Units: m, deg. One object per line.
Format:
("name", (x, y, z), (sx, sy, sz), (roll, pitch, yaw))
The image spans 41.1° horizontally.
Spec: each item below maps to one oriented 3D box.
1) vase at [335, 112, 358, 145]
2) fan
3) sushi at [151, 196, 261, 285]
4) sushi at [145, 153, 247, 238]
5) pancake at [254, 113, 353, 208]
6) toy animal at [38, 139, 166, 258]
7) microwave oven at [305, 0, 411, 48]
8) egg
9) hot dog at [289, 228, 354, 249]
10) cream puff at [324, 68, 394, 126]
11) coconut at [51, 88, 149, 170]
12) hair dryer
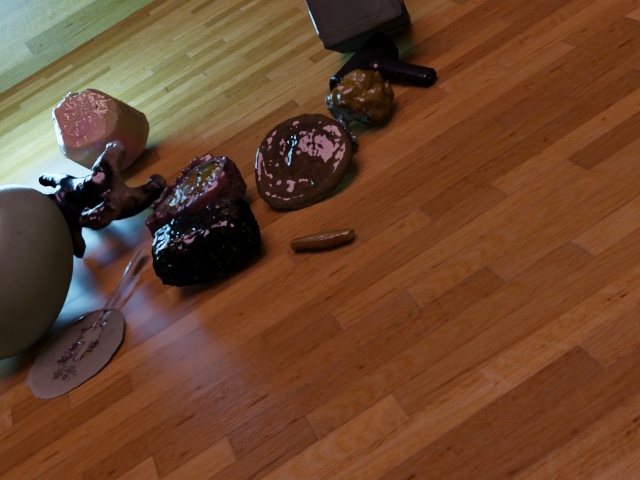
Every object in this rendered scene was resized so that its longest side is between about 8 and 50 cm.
("vase", (0.001, -0.213, 1.891), (0.149, 0.081, 0.081), (-26, 32, 11))
("fan", (-0.464, 0.166, 1.788), (0.233, 0.012, 0.414), (-3, 43, 34))
("sushi", (-0.228, 0.011, 1.714), (0.225, 0.124, 0.127), (-22, 33, 2))
("sushi", (-0.267, -0.081, 1.888), (0.241, 0.107, 0.161), (-48, 35, -12))
("pancake", (-0.047, -0.173, 1.820), (0.242, 0.050, 0.241), (-14, 59, 25))
("toy animal", (-0.583, -0.082, 2.063), (0.344, 0.194, 0.302), (-23, 27, 21))
("microwave oven", (0.092, -0.599, 2.147), (0.238, 0.181, 0.295), (-21, 6, 13))
("egg", (-0.674, 0.065, 1.827), (0.276, 0.276, 0.388), (-10, 62, 28))
("hot dog", (0.000, 0.001, 1.635), (0.137, 0.028, 0.044), (-9, 12, 26))
("cream puff", (0.091, -0.327, 1.927), (0.156, 0.121, 0.156), (-21, 36, 16))
("coconut", (-0.599, -0.301, 2.349), (0.233, 0.245, 0.233), (-3, 79, 16))
("hair dryer", (0.164, -0.402, 2.021), (0.251, 0.089, 0.197), (17, 54, 42))
